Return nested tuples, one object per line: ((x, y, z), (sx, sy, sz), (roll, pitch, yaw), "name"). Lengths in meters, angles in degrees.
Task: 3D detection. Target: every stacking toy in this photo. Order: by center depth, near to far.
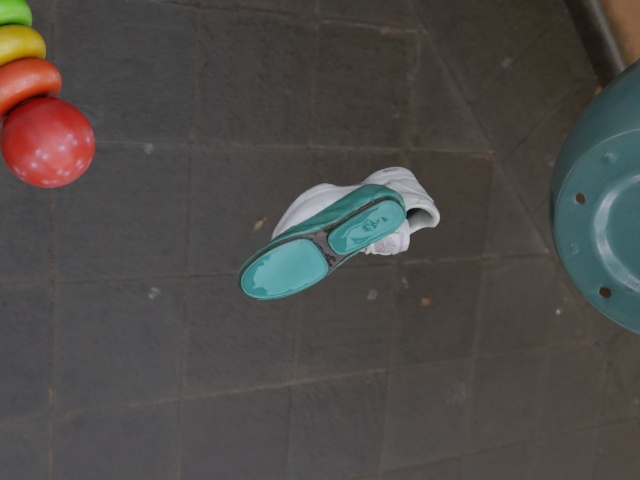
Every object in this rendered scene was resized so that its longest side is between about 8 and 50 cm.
((-0.329, -0.202, 0.813), (0.141, 0.141, 0.330), (-32, 91, -21), "stacking toy")

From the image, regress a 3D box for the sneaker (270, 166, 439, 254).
((0.063, -0.032, 1.393), (0.305, 0.152, 0.114), (-22, 139, -20), "sneaker")

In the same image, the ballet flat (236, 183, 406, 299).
((0.000, 0.000, 1.109), (0.247, 0.087, 0.083), (-28, 114, 5), "ballet flat")

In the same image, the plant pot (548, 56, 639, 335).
((0.343, -0.039, 0.739), (0.235, 0.293, 0.293), (-26, 115, -45), "plant pot")
